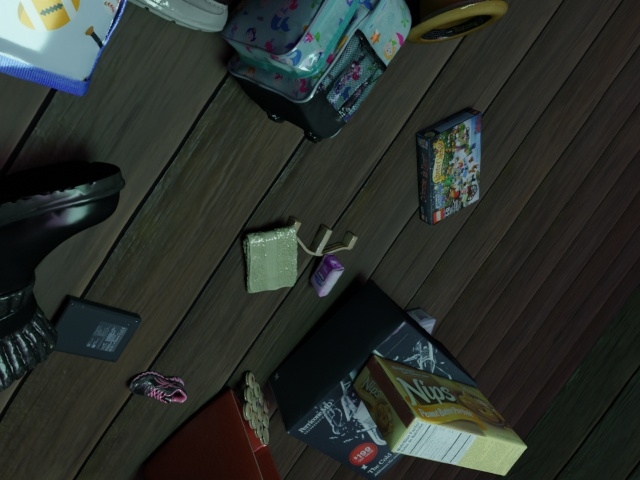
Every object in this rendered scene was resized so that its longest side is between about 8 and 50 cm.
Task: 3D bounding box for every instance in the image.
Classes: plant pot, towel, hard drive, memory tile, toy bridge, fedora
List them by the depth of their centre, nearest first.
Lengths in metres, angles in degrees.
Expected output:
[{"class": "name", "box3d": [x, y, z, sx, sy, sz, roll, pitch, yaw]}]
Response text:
[{"class": "hard drive", "box3d": [-0.384, 0.152, 0.923, 0.135, 0.022, 0.094, 28, 97, -46]}, {"class": "fedora", "box3d": [0.233, -0.412, 0.974, 0.194, 0.194, 0.079, -16, 97, -31]}, {"class": "towel", "box3d": [-0.094, 0.040, 1.066, 0.110, 0.027, 0.148, -13, 129, -19]}, {"class": "toy bridge", "box3d": [0.000, 0.000, 1.136, 0.188, 0.026, 0.063, 14, 110, -43]}, {"class": "plant pot", "box3d": [-0.215, 0.530, 1.152, 0.235, 0.267, 0.267, -26, 131, -8]}, {"class": "memory tile", "box3d": [-0.139, 0.371, 1.207, 0.012, 0.113, 0.148, -10, 132, 9]}]

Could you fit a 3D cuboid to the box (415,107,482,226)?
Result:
[{"class": "box", "box3d": [0.296, -0.166, 1.257, 0.159, 0.044, 0.233, -29, 131, -22]}]

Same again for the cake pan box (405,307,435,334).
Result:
[{"class": "cake pan box", "box3d": [0.169, 0.311, 1.441, 0.245, 0.070, 0.267, -8, 121, -37]}]

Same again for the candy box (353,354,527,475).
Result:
[{"class": "candy box", "box3d": [0.238, 0.350, 1.094, 0.316, 0.183, 0.088, 23, 105, -29]}]

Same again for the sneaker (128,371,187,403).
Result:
[{"class": "sneaker", "box3d": [-0.306, 0.288, 1.049, 0.119, 0.057, 0.047, 19, 105, -43]}]

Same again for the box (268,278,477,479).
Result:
[{"class": "box", "box3d": [0.118, 0.326, 1.251, 0.343, 0.179, 0.312, -45, 121, 5]}]

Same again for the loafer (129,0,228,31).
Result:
[{"class": "loafer", "box3d": [-0.238, -0.359, 0.654, 0.319, 0.112, 0.111, 18, 113, -43]}]

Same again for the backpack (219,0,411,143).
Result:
[{"class": "backpack", "box3d": [-0.003, -0.307, 0.800, 0.253, 0.225, 0.191, -50, 141, -7]}]

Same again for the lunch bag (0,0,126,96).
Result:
[{"class": "lunch bag", "box3d": [-0.323, -0.341, 0.437, 0.385, 0.239, 0.328, 23, 105, -23]}]

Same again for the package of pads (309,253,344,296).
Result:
[{"class": "package of pads", "box3d": [0.012, 0.074, 1.159, 0.032, 0.050, 0.083, -5, 138, -42]}]

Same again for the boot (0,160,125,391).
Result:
[{"class": "boot", "box3d": [-0.408, 0.052, 0.758, 0.347, 0.131, 0.260, -22, 122, -14]}]
